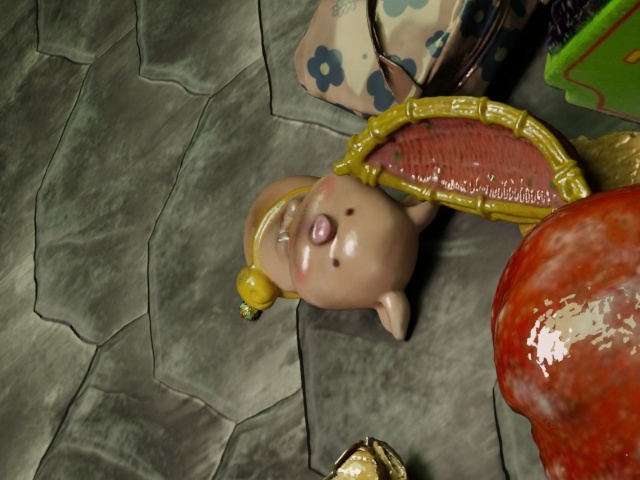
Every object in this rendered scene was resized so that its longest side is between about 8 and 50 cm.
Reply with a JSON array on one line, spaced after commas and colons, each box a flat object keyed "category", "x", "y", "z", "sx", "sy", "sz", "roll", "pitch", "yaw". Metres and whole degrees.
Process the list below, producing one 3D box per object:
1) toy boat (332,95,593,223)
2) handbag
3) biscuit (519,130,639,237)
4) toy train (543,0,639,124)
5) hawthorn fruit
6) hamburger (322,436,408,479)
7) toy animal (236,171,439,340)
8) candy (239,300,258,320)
[{"category": "toy boat", "x": 0.150, "y": -0.075, "z": 1.729, "sx": 0.318, "sy": 0.141, "sz": 0.099, "roll": 13, "pitch": 39, "yaw": 45}, {"category": "handbag", "x": 0.117, "y": -0.228, "z": 1.882, "sx": 0.193, "sy": 0.190, "sz": 0.251, "roll": 37, "pitch": 106, "yaw": 49}, {"category": "biscuit", "x": 0.266, "y": -0.042, "z": 1.693, "sx": 0.224, "sy": 0.033, "sz": 0.144, "roll": -16, "pitch": 55, "yaw": 49}, {"category": "toy train", "x": 0.324, "y": -0.192, "z": 1.493, "sx": 0.307, "sy": 0.249, "sz": 0.173, "roll": 131, "pitch": 151, "yaw": -71}, {"category": "hawthorn fruit", "x": 0.267, "y": 0.087, "z": 1.432, "sx": 0.284, "sy": 0.284, "sz": 0.284, "roll": -30, "pitch": 46, "yaw": 38}, {"category": "hamburger", "x": 0.038, "y": 0.289, "z": 1.737, "sx": 0.176, "sy": 0.087, "sz": 0.102, "roll": -52, "pitch": 48, "yaw": 2}, {"category": "toy animal", "x": 0.000, "y": 0.003, "z": 1.916, "sx": 0.248, "sy": 0.149, "sz": 0.165, "roll": 13, "pitch": 94, "yaw": 47}, {"category": "candy", "x": -0.081, "y": 0.058, "z": 2.089, "sx": 0.023, "sy": 0.025, "sz": 0.083, "roll": 1, "pitch": 50, "yaw": 6}]
